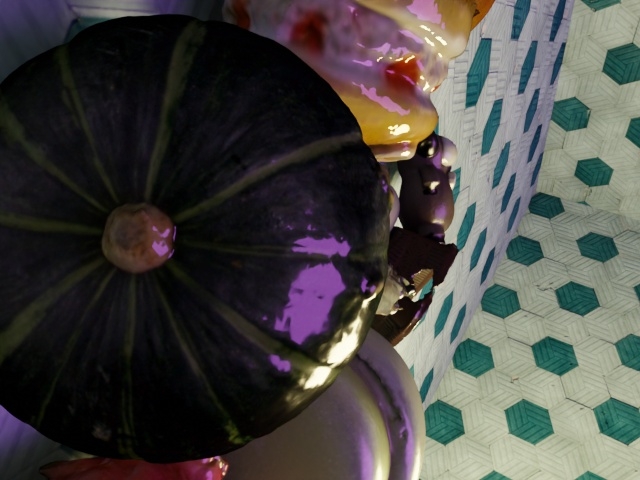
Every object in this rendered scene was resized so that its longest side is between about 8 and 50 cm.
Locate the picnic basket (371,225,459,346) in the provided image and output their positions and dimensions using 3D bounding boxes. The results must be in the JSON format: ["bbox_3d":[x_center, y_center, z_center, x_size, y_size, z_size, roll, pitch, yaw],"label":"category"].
[{"bbox_3d":[0.125,0.101,1.116,0.223,0.129,0.297,-55,174,-27],"label":"picnic basket"}]

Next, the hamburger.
[{"bbox_3d":[0.009,-0.197,0.627,0.303,0.260,0.187,-116,-137,-66],"label":"hamburger"}]

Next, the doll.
[{"bbox_3d":[0.211,-0.108,1.169,0.182,0.117,0.258,99,-6,-77],"label":"doll"}]

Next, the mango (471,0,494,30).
[{"bbox_3d":[0.225,-0.421,1.010,0.289,0.129,0.146,-52,153,-15],"label":"mango"}]

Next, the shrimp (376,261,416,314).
[{"bbox_3d":[0.035,0.006,0.844,0.085,0.247,0.360,-33,142,23],"label":"shrimp"}]

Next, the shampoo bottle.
[{"bbox_3d":[-0.016,0.253,0.802,0.317,0.322,0.323,-5,114,-69],"label":"shampoo bottle"}]

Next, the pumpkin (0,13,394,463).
[{"bbox_3d":[-0.106,-0.001,0.439,0.241,0.322,0.324,-104,-148,-82],"label":"pumpkin"}]

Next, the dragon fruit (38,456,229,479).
[{"bbox_3d":[-0.172,0.327,0.572,0.225,0.305,0.306,-36,141,-34],"label":"dragon fruit"}]

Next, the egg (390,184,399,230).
[{"bbox_3d":[0.082,-0.049,1.025,0.135,0.103,0.103,-52,150,-27],"label":"egg"}]
